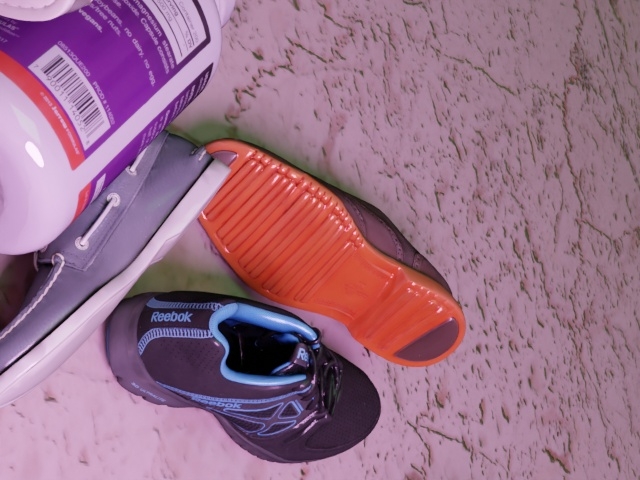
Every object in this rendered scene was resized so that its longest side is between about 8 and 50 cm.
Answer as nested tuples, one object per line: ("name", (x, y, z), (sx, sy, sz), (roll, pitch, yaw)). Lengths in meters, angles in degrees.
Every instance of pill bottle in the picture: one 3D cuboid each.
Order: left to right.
("pill bottle", (-0.202, -0.146, 0.991), (0.181, 0.181, 0.323), (59, 43, -22))

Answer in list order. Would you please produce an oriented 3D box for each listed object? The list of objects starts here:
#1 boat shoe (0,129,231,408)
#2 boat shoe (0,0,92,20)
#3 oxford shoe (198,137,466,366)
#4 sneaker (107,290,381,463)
("boat shoe", (-0.203, 0.014, 1.026), (0.099, 0.116, 0.319), (41, 55, -2))
("boat shoe", (-0.260, -0.259, 0.903), (0.091, 0.305, 0.109), (-10, 132, -55))
("oxford shoe", (0.000, 0.000, 1.271), (0.363, 0.130, 0.133), (39, 20, -29))
("sneaker", (-0.039, 0.137, 1.147), (0.340, 0.139, 0.125), (25, 63, -44))
